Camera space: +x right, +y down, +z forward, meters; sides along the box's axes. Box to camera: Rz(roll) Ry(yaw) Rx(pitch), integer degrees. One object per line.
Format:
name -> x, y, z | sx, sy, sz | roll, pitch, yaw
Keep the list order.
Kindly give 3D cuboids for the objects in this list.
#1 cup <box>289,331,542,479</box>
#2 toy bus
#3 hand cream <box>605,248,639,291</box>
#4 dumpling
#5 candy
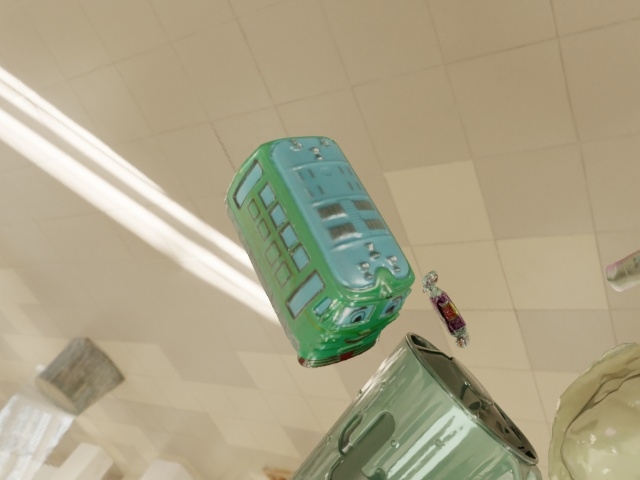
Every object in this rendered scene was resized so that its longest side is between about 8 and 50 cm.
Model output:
cup -> 0.168, 0.413, 1.030 | 0.310, 0.401, 0.392 | 40, 97, -15
toy bus -> 0.000, 0.000, 0.916 | 0.344, 0.183, 0.199 | 61, 141, 23
hand cream -> 0.776, 0.029, 1.255 | 0.312, 0.070, 0.111 | -42, 59, 49
dumpling -> 0.454, 0.230, 0.739 | 0.395, 0.316, 0.233 | -39, 117, 11
candy -> 0.260, 0.144, 1.188 | 0.045, 0.043, 0.175 | -31, 95, 6
